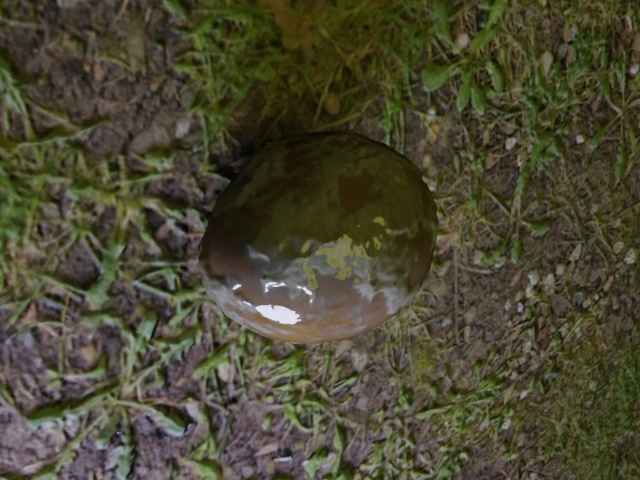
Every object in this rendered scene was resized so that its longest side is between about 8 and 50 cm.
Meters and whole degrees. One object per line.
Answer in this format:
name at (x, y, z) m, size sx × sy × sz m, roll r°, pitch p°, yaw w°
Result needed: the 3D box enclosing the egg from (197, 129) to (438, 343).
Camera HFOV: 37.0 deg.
egg at (0.000, 0.000, 0.896) m, size 0.245 × 0.203 × 0.203 m, roll -24°, pitch 121°, yaw -36°
